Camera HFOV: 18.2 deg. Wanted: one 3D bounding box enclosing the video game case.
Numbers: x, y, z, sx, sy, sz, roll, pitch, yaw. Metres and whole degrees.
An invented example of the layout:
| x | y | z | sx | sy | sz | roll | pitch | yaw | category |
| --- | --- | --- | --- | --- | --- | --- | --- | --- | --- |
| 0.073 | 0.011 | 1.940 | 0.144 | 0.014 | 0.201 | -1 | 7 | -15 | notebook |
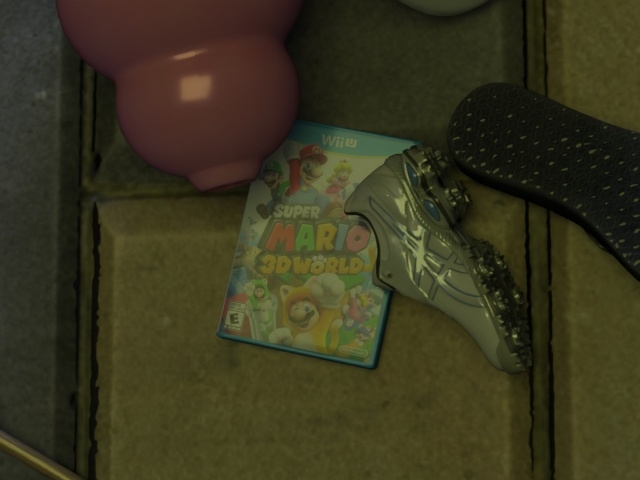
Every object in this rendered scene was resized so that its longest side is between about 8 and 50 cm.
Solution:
| x | y | z | sx | sy | sz | roll | pitch | yaw | category |
| --- | --- | --- | --- | --- | --- | --- | --- | --- | --- |
| 0.000 | 0.000 | 1.431 | 0.119 | 0.015 | 0.166 | 11 | 83 | 14 | video game case |

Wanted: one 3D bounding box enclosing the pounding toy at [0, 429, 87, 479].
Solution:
| x | y | z | sx | sy | sz | roll | pitch | yaw | category |
| --- | --- | --- | --- | --- | --- | --- | --- | --- | --- |
| -0.245 | 0.208 | 1.406 | 0.181 | 0.094 | 0.206 | -17 | 78 | 9 | pounding toy |

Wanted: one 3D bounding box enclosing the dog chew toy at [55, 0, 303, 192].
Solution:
| x | y | z | sx | sy | sz | roll | pitch | yaw | category |
| --- | --- | --- | --- | --- | --- | --- | --- | --- | --- |
| -0.103 | -0.198 | 1.398 | 0.206 | 0.206 | 0.332 | -14 | 86 | 9 | dog chew toy |

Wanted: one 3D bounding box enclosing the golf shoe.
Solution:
| x | y | z | sx | sy | sz | roll | pitch | yaw | category |
| --- | --- | --- | --- | --- | --- | --- | --- | --- | --- |
| 0.082 | 0.024 | 1.388 | 0.086 | 0.069 | 0.176 | -31 | 79 | 18 | golf shoe |

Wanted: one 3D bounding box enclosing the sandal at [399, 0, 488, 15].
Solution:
| x | y | z | sx | sy | sz | roll | pitch | yaw | category |
| --- | --- | --- | --- | --- | --- | --- | --- | --- | --- |
| 0.023 | -0.334 | 1.344 | 0.169 | 0.416 | 0.102 | -34 | 33 | 4 | sandal |

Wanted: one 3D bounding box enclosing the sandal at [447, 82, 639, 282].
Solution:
| x | y | z | sx | sy | sz | roll | pitch | yaw | category |
| --- | --- | --- | --- | --- | --- | --- | --- | --- | --- |
| 0.207 | -0.033 | 1.381 | 0.254 | 0.054 | 0.097 | 34 | 81 | 25 | sandal |
